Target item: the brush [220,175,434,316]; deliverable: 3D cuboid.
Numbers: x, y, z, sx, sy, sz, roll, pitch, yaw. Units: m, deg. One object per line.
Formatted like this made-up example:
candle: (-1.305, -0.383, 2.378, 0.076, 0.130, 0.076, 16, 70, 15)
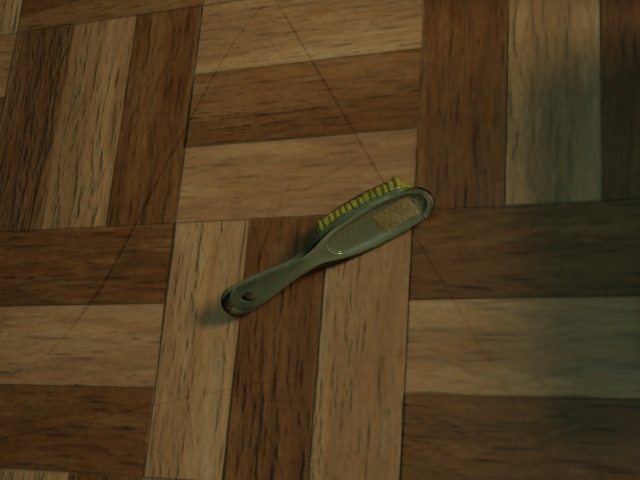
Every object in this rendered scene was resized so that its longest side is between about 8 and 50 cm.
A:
brush: (0.000, 0.000, 1.148, 0.296, 0.068, 0.060, -29, 45, 13)
